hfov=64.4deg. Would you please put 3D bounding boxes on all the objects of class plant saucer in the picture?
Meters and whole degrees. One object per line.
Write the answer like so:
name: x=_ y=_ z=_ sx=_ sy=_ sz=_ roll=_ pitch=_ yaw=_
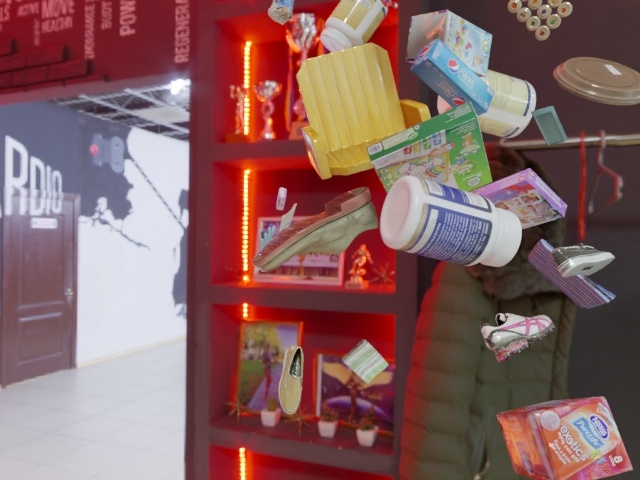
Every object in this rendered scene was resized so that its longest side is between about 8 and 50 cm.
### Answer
plant saucer: x=0.741 y=-0.366 z=1.642 sx=0.067 sy=0.018 sz=0.192 roll=-10 pitch=-29 yaw=35
plant saucer: x=0.854 y=-0.492 z=1.544 sx=0.277 sy=0.041 sz=0.278 roll=3 pitch=41 yaw=-2

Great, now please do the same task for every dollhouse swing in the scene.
dollhouse swing: x=0.114 y=-0.396 z=1.483 sx=0.346 sy=0.305 sz=0.315 roll=-15 pitch=22 yaw=-4

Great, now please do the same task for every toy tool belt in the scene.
toy tool belt: x=-0.070 y=-0.473 z=0.999 sx=0.052 sy=0.083 sz=0.051 roll=13 pitch=-17 yaw=-34

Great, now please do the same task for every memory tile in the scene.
memory tile: x=0.594 y=-0.633 z=1.380 sx=0.113 sy=0.148 sz=0.012 roll=-46 pitch=-11 yaw=33

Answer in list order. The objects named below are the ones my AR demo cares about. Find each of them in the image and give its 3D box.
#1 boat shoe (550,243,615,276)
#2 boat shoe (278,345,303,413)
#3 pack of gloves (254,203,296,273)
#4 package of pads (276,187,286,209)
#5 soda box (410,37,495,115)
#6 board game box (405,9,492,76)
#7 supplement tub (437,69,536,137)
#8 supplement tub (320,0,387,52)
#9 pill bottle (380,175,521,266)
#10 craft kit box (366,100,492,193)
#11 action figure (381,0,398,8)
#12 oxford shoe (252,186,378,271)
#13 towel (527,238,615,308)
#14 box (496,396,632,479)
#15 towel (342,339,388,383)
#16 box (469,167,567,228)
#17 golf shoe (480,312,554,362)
boat shoe: x=0.640 y=0.039 z=1.238 sx=0.219 sy=0.070 sz=0.078 roll=0 pitch=-39 yaw=-39
boat shoe: x=-0.079 y=0.396 z=1.452 sx=0.068 sy=0.190 sz=0.072 roll=7 pitch=-19 yaw=-22
pack of gloves: x=-0.176 y=-0.015 z=1.803 sx=0.046 sy=0.195 sz=0.232 roll=34 pitch=-36 yaw=9
package of pads: x=-0.150 y=-0.160 z=1.954 sx=0.031 sy=0.050 sz=0.083 roll=10 pitch=-33 yaw=-6
soda box: x=0.325 y=-0.391 z=1.246 sx=0.210 sy=0.067 sz=0.071 roll=34 pitch=-20 yaw=-22
board game box: x=0.424 y=-0.632 z=1.667 sx=0.275 sy=0.145 sz=0.142 roll=0 pitch=9 yaw=-44
supplement tub: x=0.662 y=-0.559 z=2.042 sx=0.324 sy=0.236 sz=0.235 roll=11 pitch=-3 yaw=-16
supplement tub: x=0.104 y=-0.694 z=1.618 sx=0.144 sy=0.200 sz=0.144 roll=36 pitch=-1 yaw=1
pill bottle: x=0.271 y=-0.032 z=1.059 sx=0.264 sy=0.153 sz=0.153 roll=14 pitch=-4 yaw=-17
craft kit box: x=0.264 y=-0.178 z=1.205 sx=0.249 sy=0.061 sz=0.247 roll=-23 pitch=-35 yaw=14
action figure: x=0.128 y=-0.550 z=1.113 sx=0.115 sy=0.038 sz=0.030 roll=36 pitch=-36 yaw=-23
oxford shoe: x=0.000 y=0.000 z=1.259 sx=0.348 sy=0.130 sz=0.123 roll=-30 pitch=17 yaw=-12
towel: x=0.737 y=0.104 z=1.524 sx=0.243 sy=0.040 sz=0.336 roll=45 pitch=4 yaw=19
box: x=0.435 y=0.367 z=0.942 sx=0.128 sy=0.123 sz=0.257 roll=-14 pitch=-20 yaw=-1
towel: x=0.164 y=0.439 z=1.832 sx=0.113 sy=0.152 sz=0.023 roll=-41 pitch=23 yaw=3
box: x=0.656 y=-0.122 z=1.752 sx=0.201 sy=0.057 sz=0.293 roll=37 pitch=-29 yaw=-19
golf shoe: x=0.394 y=0.172 z=1.009 sx=0.186 sy=0.086 sz=0.067 roll=-12 pitch=-30 yaw=-38
